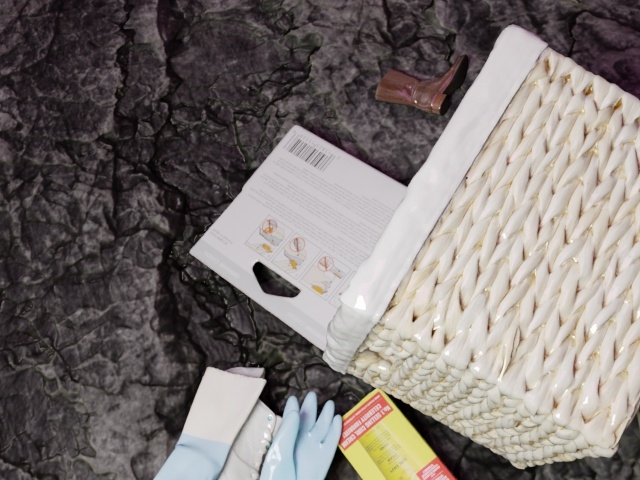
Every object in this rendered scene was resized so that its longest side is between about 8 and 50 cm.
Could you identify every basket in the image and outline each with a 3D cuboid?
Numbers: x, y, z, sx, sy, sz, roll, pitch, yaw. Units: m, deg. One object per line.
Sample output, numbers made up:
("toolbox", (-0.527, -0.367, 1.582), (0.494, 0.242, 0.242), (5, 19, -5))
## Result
("basket", (0.197, 0.027, 0.873), (0.267, 0.328, 0.331), (29, 73, 6))

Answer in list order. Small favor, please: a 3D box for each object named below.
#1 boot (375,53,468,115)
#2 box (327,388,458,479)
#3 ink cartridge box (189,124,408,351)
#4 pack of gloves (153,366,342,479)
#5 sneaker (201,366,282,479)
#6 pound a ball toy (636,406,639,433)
("boot", (0.143, -0.235, 1.219), (0.114, 0.037, 0.106), (21, 70, 31))
("box", (0.111, 0.280, 0.951), (0.087, 0.058, 0.232), (-39, 58, -2))
("ink cartridge box", (0.000, 0.000, 1.131), (0.275, 0.060, 0.239), (33, 79, 29))
("pack of gloves", (-0.093, 0.249, 0.951), (0.195, 0.046, 0.232), (10, 53, 19))
("sneaker", (-0.085, 0.248, 1.029), (0.094, 0.080, 0.212), (-13, 59, -2))
("pound a ball toy", (0.491, 0.166, 0.861), (0.319, 0.135, 0.208), (-18, 35, 9))
